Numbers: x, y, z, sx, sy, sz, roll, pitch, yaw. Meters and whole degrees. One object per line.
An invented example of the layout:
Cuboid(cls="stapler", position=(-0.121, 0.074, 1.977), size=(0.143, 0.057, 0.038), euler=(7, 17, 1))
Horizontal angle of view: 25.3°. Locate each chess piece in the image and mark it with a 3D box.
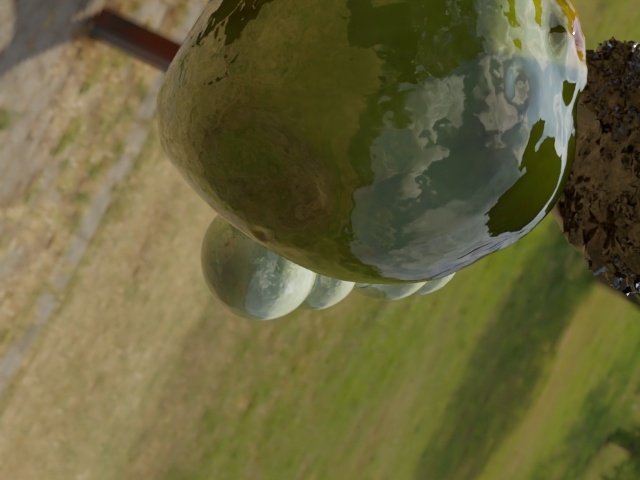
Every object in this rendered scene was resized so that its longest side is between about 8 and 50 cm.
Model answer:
Cuboid(cls="chess piece", position=(0.000, 0.000, 1.278), size=(0.251, 0.144, 0.144), euler=(-13, 131, -44))

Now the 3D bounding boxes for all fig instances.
Cuboid(cls="fig", position=(0.027, -0.069, 0.746), size=(0.230, 0.207, 0.207), euler=(-35, 174, 15))

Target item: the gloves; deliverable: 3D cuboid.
Cuboid(cls="gloves", position=(0.284, -0.053, 1.171), size=(0.135, 0.312, 0.210), euler=(-3, 110, -36))
